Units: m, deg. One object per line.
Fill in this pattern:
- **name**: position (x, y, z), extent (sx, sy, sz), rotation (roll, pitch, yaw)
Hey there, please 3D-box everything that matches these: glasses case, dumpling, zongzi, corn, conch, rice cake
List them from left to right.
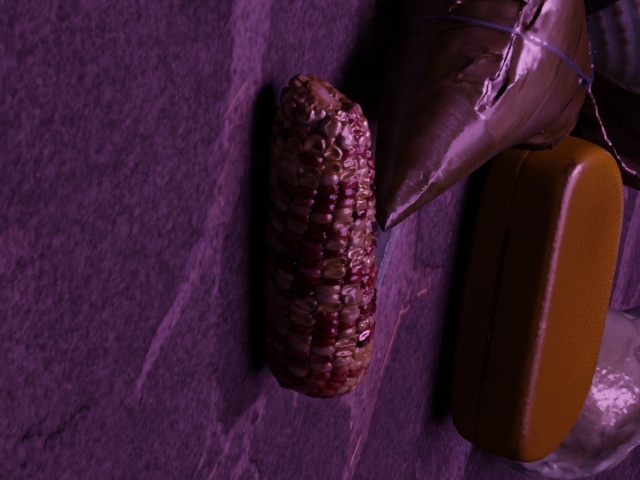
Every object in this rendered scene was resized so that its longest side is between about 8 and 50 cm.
- **corn**: position (0.000, 0.000, 1.457), extent (0.098, 0.098, 0.290), rotation (-43, 141, -52)
- **rice cake**: position (0.050, 0.009, 1.659), extent (0.033, 0.033, 0.208), rotation (28, 78, -69)
- **zongzi**: position (0.144, -0.105, 1.626), extent (0.323, 0.160, 0.360), rotation (60, 46, -59)
- **glasses case**: position (0.235, 0.055, 1.983), extent (0.173, 0.141, 0.371), rotation (-13, 117, -49)
- **dumpling**: position (0.335, 0.179, 2.241), extent (0.270, 0.211, 0.321), rotation (138, -32, -58)
- **conch**: position (0.396, -0.164, 2.211), extent (0.291, 0.159, 0.210), rotation (32, 77, -22)
- **conch**: position (0.407, -0.260, 1.975), extent (0.319, 0.215, 0.303), rotation (-41, -171, -19)
